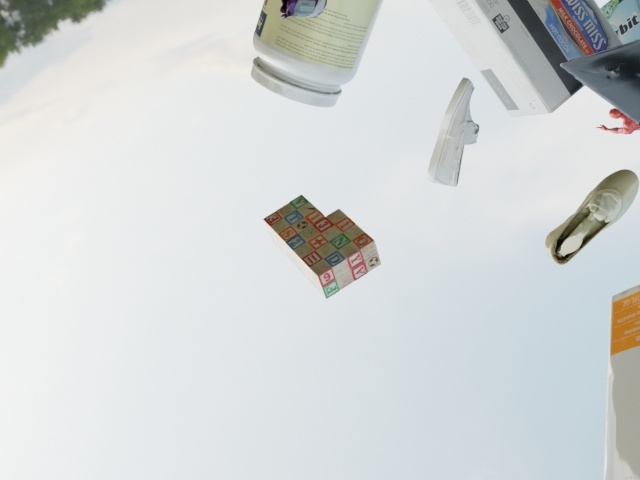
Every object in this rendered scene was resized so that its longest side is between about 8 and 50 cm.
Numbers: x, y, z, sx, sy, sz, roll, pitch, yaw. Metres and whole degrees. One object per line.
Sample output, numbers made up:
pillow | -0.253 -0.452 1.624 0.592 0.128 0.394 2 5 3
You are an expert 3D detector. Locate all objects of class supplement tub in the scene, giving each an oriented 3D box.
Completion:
supplement tub | -0.005 -0.468 1.669 0.235 0.325 0.235 18 -156 -8

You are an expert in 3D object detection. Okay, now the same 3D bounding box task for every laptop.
laptop | 0.743 -0.363 1.479 0.408 0.236 0.382 -41 -161 -30

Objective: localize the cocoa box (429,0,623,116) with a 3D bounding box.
cocoa box | 0.455 -0.482 1.778 0.228 0.347 0.231 -39 -167 -3

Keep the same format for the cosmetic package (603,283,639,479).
cosmetic package | 0.700 0.309 1.594 0.230 0.161 0.453 126 -23 -66

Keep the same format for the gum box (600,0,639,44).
gum box | 0.769 -0.527 2.029 0.041 0.184 0.157 0 160 -28

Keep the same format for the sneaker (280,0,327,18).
sneaker | -0.069 -0.513 1.464 0.098 0.224 0.083 -19 171 -36

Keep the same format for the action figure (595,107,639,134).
action figure | 0.844 -0.301 2.083 0.280 0.091 0.139 14 -168 -23

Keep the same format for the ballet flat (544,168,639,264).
ballet flat | 0.565 -0.042 1.662 0.248 0.086 0.086 -52 -166 27

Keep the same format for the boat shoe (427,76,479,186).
boat shoe | 0.227 -0.173 1.309 0.063 0.184 0.066 19 -158 10

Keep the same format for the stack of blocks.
stack of blocks | 0.000 0.000 2.056 0.171 0.087 0.297 -32 -137 -13
